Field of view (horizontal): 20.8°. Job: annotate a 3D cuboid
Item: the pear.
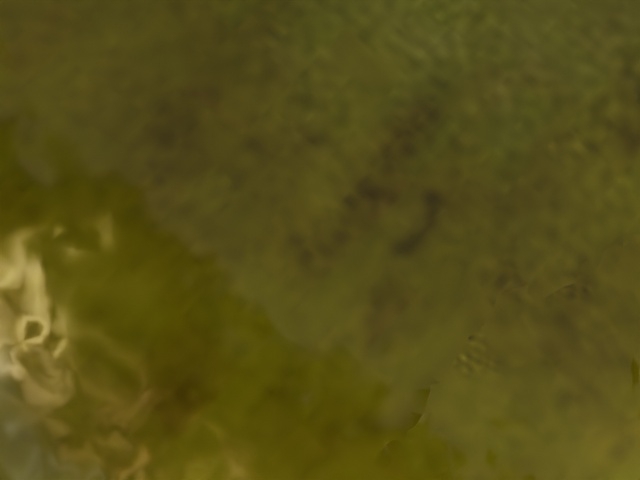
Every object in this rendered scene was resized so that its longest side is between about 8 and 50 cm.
[{"bbox_3d":[0.000,0.000,0.540,0.352,0.413,0.352,25,167,6],"label":"pear"}]
